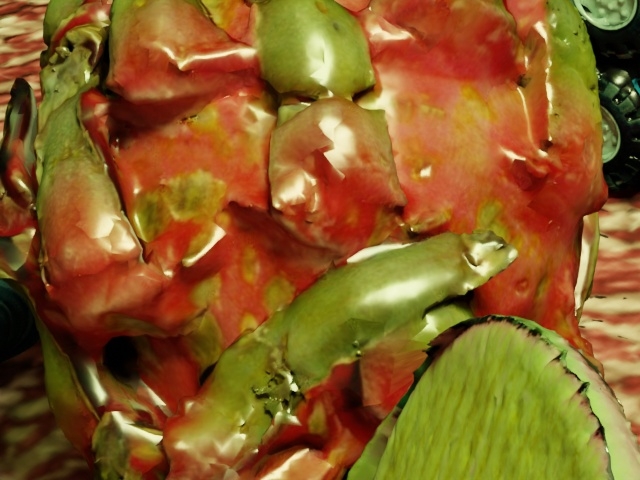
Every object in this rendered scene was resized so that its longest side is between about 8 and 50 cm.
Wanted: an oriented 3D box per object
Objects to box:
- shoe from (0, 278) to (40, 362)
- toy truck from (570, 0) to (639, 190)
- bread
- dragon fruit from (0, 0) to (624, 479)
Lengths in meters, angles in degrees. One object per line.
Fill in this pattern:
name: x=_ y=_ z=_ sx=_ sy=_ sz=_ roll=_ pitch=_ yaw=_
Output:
shoe: x=-0.179 y=0.066 z=0.780 sx=0.106 sy=0.091 sz=0.207 roll=35 pitch=41 yaw=16
toy truck: x=0.181 y=-0.127 z=0.907 sx=0.126 sy=0.208 sz=0.113 roll=19 pitch=40 yaw=34
bread: x=0.042 y=0.134 z=0.515 sx=0.033 sy=0.228 sz=0.228 roll=11 pitch=28 yaw=-17
dragon fruit: x=-0.005 y=-0.008 z=0.724 sx=0.231 sy=0.237 sz=0.303 roll=0 pitch=50 yaw=26
